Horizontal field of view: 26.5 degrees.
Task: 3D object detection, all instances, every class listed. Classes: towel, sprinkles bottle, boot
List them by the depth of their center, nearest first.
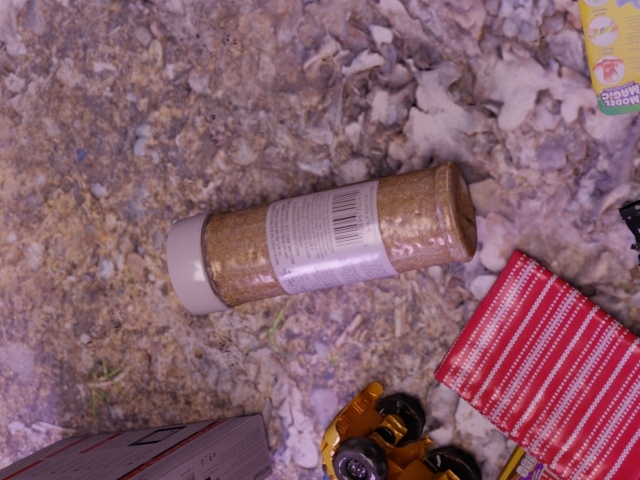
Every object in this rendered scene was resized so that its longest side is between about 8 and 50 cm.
[{"bbox_3d":[0.402,-0.011,1.519,0.121,0.045,0.099,-26,93,27],"label":"boot"},{"bbox_3d":[0.282,0.167,1.573,0.275,0.031,0.199,39,111,19],"label":"towel"},{"bbox_3d":[0.000,0.000,1.597,0.355,0.121,0.121,-11,100,18],"label":"sprinkles bottle"}]

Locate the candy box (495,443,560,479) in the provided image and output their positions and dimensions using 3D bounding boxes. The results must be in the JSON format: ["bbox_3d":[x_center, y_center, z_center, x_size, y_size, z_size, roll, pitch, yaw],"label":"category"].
[{"bbox_3d":[0.235,0.330,1.579,0.105,0.206,0.027,38,145,1],"label":"candy box"}]

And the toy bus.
[{"bbox_3d":[0.067,0.316,1.659,0.220,0.149,0.211,47,127,3],"label":"toy bus"}]

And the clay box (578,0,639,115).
[{"bbox_3d":[0.346,-0.254,1.469,0.127,0.053,0.222,-8,102,18],"label":"clay box"}]

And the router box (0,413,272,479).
[{"bbox_3d":[-0.259,0.301,1.627,0.301,0.335,0.082,-10,94,21],"label":"router box"}]

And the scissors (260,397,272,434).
[{"bbox_3d":[-0.112,0.342,1.768,0.109,0.021,0.297,4,105,15],"label":"scissors"}]
